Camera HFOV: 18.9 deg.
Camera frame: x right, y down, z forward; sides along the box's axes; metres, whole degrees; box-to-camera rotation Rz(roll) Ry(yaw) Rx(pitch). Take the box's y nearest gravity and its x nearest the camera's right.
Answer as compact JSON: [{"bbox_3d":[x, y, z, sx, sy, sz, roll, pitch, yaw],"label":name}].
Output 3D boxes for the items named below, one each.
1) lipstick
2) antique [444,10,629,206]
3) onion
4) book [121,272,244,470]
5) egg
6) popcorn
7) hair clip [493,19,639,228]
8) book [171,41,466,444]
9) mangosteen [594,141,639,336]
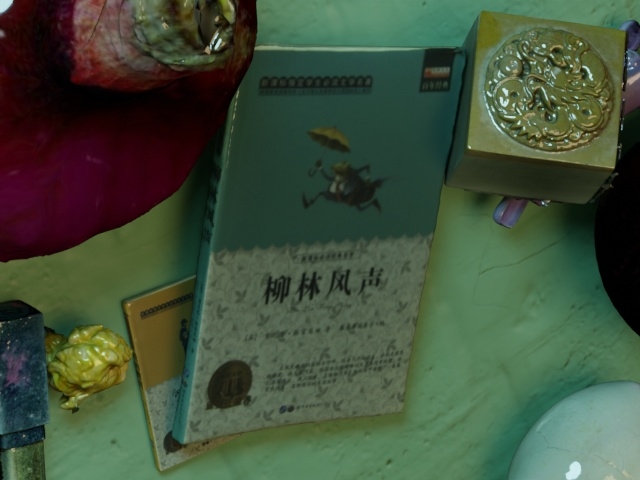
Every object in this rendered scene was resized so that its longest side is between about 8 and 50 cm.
[{"bbox_3d":[-0.262,0.209,1.675,0.051,0.051,0.312,-13,110,-34],"label":"lipstick"},{"bbox_3d":[0.205,-0.124,1.805,0.152,0.148,0.147,7,73,-4],"label":"antique"},{"bbox_3d":[-0.178,-0.164,1.415,0.398,0.420,0.398,-15,112,-42],"label":"onion"},{"bbox_3d":[-0.116,0.116,1.776,0.118,0.012,0.172,-22,113,-30],"label":"book"},{"bbox_3d":[0.282,0.236,1.998,0.209,0.151,0.151,-53,125,-16],"label":"egg"},{"bbox_3d":[-0.211,0.100,1.678,0.084,0.084,0.084,-9,107,-33],"label":"popcorn"},{"bbox_3d":[0.262,-0.120,1.943,0.278,0.090,0.137,-36,133,-14],"label":"hair clip"},{"bbox_3d":[0.000,0.000,1.772,0.264,0.031,0.379,-5,113,-36],"label":"book"},{"bbox_3d":[0.424,-0.027,1.955,0.297,0.297,0.313,2,87,-35],"label":"mangosteen"}]
